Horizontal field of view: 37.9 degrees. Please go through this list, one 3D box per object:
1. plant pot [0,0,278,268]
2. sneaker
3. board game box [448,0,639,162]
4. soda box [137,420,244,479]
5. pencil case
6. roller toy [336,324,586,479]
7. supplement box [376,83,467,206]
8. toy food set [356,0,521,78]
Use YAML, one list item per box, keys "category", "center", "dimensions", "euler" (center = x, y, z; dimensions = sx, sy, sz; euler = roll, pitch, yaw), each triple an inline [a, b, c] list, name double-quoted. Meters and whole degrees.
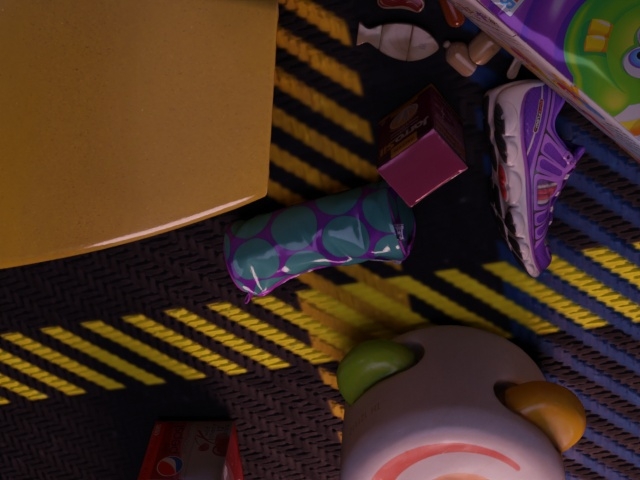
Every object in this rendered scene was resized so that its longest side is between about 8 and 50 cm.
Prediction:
- category: "plant pot"
  center: [-0.129, -0.122, 0.624]
  dimensions: [0.187, 0.212, 0.212]
  euler: [0, 123, -8]
- category: "sneaker"
  center: [0.170, -0.045, 0.720]
  dimensions: [0.071, 0.068, 0.170]
  euler: [-13, 125, -3]
- category: "board game box"
  center: [0.223, -0.132, 0.594]
  dimensions: [0.275, 0.144, 0.142]
  euler: [36, 103, -17]
- category: "soda box"
  center: [-0.118, 0.308, 0.952]
  dimensions: [0.083, 0.092, 0.263]
  euler: [-1, 122, 5]
- category: "pencil case"
  center: [0.000, 0.000, 0.761]
  dimensions: [0.151, 0.064, 0.070]
  euler: [-14, 95, 15]
- category: "roller toy"
  center: [0.116, 0.187, 0.820]
  dimensions: [0.209, 0.146, 0.191]
  euler: [2, 123, 3]
- category: "supplement box"
  center: [0.075, -0.072, 0.697]
  dimensions: [0.055, 0.083, 0.043]
  euler: [-35, 113, 23]
- category: "toy food set"
  center: [0.093, -0.163, 0.677]
  dimensions: [0.122, 0.019, 0.078]
  euler: [17, 122, 0]
